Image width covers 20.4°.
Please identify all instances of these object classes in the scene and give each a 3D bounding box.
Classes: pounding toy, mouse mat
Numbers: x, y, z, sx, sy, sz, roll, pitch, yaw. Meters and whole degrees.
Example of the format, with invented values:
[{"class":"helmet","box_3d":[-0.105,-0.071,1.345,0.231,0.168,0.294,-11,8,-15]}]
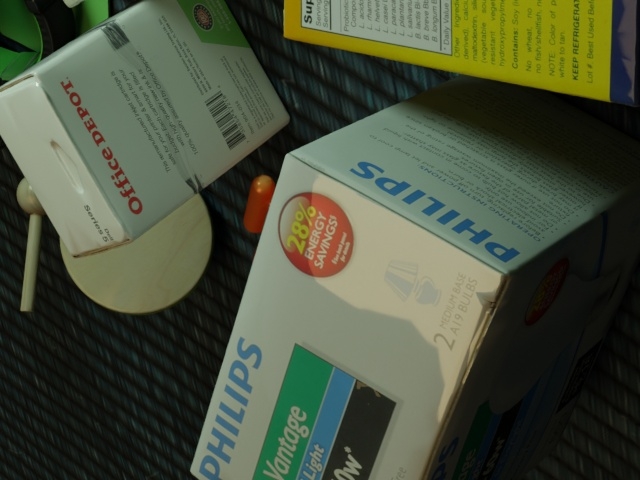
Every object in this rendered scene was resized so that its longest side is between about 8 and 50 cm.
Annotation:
[{"class":"pounding toy","box_3d":[-0.239,-0.002,2.137,0.237,0.110,0.183,-2,89,4]},{"class":"mouse mat","box_3d":[-0.316,-0.273,2.089,0.189,0.007,0.152,26,134,25]}]

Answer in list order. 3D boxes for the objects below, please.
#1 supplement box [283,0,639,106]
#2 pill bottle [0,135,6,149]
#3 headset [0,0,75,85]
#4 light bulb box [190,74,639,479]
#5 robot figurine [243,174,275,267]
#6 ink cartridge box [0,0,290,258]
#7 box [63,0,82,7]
[{"class":"supplement box","box_3d":[0.159,-0.258,1.498,0.356,0.195,0.194,16,119,34]},{"class":"pill bottle","box_3d":[-0.482,-0.127,2.166,0.130,0.245,0.130,24,133,28]},{"class":"headset","box_3d":[-0.441,-0.325,2.016,0.243,0.185,0.394,4,133,40]},{"class":"light bulb box","box_3d":[0.106,0.070,1.632,0.225,0.361,0.358,30,122,21]},{"class":"robot figurine","box_3d":[0.002,0.001,1.916,0.158,0.128,0.219,62,149,30]},{"class":"ink cartridge box","box_3d":[-0.190,-0.136,1.871,0.115,0.273,0.198,-15,109,47]},{"class":"box","box_3d":[-0.202,-0.364,1.821,0.232,0.127,0.148,-24,102,49]}]
